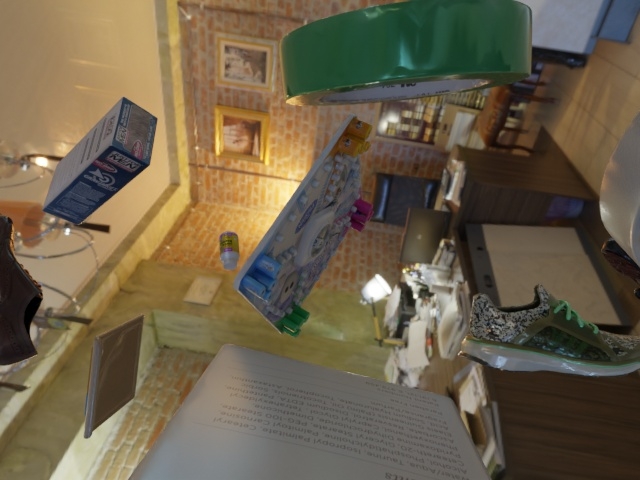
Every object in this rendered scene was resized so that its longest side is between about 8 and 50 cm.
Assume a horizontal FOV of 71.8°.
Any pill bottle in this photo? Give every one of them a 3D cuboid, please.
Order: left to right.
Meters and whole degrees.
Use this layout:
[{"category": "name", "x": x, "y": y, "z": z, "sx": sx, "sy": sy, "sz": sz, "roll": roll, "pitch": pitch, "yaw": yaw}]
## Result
[{"category": "pill bottle", "x": -0.203, "y": 0.023, "z": 0.989, "sx": 0.043, "sy": 0.044, "sz": 0.083, "roll": 97, "pitch": 164, "yaw": -54}]

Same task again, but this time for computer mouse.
[{"category": "computer mouse", "x": 0.609, "y": 0.068, "z": 0.835, "sx": 0.041, "sy": 0.242, "sz": 0.071, "roll": -51, "pitch": 25, "yaw": -1}]

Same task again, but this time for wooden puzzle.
[{"category": "wooden puzzle", "x": -0.482, "y": 0.301, "z": 1.030, "sx": 0.238, "sy": 0.045, "sz": 0.220, "roll": -84, "pitch": 3, "yaw": -85}]

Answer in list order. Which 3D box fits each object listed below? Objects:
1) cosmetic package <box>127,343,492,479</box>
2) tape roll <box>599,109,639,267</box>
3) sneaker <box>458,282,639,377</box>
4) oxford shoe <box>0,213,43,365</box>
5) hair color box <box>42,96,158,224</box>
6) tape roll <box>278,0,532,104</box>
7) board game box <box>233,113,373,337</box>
[{"category": "cosmetic package", "x": -0.022, "y": 0.350, "z": 0.430, "sx": 0.393, "sy": 0.328, "sz": 0.329, "roll": -71, "pitch": -6, "yaw": -82}, {"category": "tape roll", "x": 0.530, "y": -0.101, "z": 0.497, "sx": 0.072, "sy": 0.393, "sz": 0.391, "roll": -101, "pitch": 14, "yaw": -47}, {"category": "sneaker", "x": 0.509, "y": 0.184, "z": 0.948, "sx": 0.158, "sy": 0.411, "sz": 0.181, "roll": 28, "pitch": -118, "yaw": -88}, {"category": "oxford shoe", "x": -0.512, "y": 0.075, "z": 0.732, "sx": 0.097, "sy": 0.099, "sz": 0.271, "roll": 128, "pitch": 133, "yaw": -57}, {"category": "hair color box", "x": -0.576, "y": -0.197, "z": 1.155, "sx": 0.105, "sy": 0.347, "sz": 0.173, "roll": 30, "pitch": -137, "yaw": -42}, {"category": "tape roll", "x": 0.107, "y": -0.237, "z": 0.597, "sx": 0.321, "sy": 0.322, "sz": 0.077, "roll": -75, "pitch": -21, "yaw": -76}, {"category": "board game box", "x": 0.000, "y": 0.000, "z": 0.930, "sx": 0.389, "sy": 0.050, "sz": 0.390, "roll": -57, "pitch": -18, "yaw": -16}]
